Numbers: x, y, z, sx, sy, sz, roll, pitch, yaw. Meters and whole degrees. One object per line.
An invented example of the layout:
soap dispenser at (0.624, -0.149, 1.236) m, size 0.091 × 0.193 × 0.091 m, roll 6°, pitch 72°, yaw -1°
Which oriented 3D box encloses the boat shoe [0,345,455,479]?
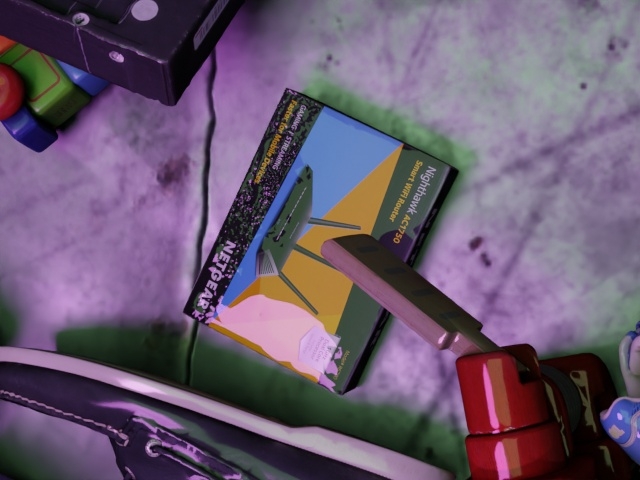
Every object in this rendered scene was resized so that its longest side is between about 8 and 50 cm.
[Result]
boat shoe at (-0.083, 0.163, 1.050) m, size 0.340 × 0.127 × 0.113 m, roll 16°, pitch 83°, yaw 4°

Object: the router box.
router box at (0.000, 0.000, 1.067) m, size 0.133 × 0.046 × 0.179 m, roll 26°, pitch 96°, yaw 12°

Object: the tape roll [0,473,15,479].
tape roll at (-0.216, 0.260, 1.006) m, size 0.275 × 0.275 × 0.090 m, roll 35°, pitch 99°, yaw 11°

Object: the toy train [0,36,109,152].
toy train at (-0.237, -0.200, 1.104) m, size 0.143 × 0.105 × 0.248 m, roll -38°, pitch 81°, yaw 1°

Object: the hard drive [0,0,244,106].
hard drive at (-0.193, -0.253, 1.053) m, size 0.339 × 0.064 × 0.237 m, roll 23°, pitch 64°, yaw 12°

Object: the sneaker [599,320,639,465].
sneaker at (0.240, 0.059, 0.941) m, size 0.081 × 0.211 × 0.080 m, roll 31°, pitch 141°, yaw -1°

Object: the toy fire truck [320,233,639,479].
toy fire truck at (0.112, 0.104, 0.951) m, size 0.158 × 0.217 × 0.246 m, roll -11°, pitch 88°, yaw 19°
